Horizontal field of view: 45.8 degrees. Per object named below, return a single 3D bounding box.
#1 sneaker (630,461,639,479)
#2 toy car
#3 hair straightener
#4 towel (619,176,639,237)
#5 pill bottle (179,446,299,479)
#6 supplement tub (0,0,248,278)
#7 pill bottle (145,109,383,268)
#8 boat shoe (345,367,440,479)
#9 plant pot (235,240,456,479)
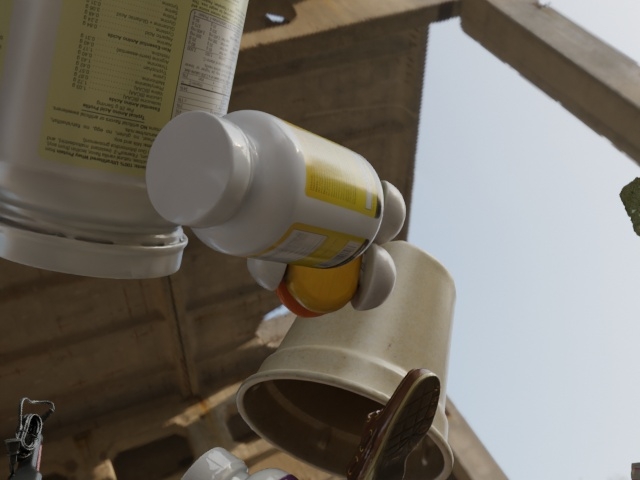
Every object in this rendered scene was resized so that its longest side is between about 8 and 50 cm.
[{"bbox_3d":[0.340,0.247,0.717,0.252,0.111,0.103,-52,-26,-10],"label":"sneaker"},{"bbox_3d":[0.000,0.000,0.853,0.159,0.182,0.136,15,-20,-13],"label":"toy car"},{"bbox_3d":[-0.350,0.263,0.916,0.047,0.230,0.089,-1,-62,-8],"label":"hair straightener"},{"bbox_3d":[0.290,-0.028,0.532,0.027,0.110,0.148,18,-38,-40],"label":"towel"},{"bbox_3d":[-0.039,0.382,0.905,0.169,0.301,0.169,-50,-23,-29],"label":"pill bottle"},{"bbox_3d":[-0.204,-0.146,0.723,0.235,0.235,0.325,6,-79,-39],"label":"supplement tub"},{"bbox_3d":[-0.036,-0.036,0.557,0.103,0.103,0.184,-50,-29,16],"label":"pill bottle"},{"bbox_3d":[0.072,0.211,0.831,0.064,0.060,0.178,4,-64,-41],"label":"boat shoe"},{"bbox_3d":[0.079,0.175,1.199,0.334,0.333,0.306,75,-149,-48],"label":"plant pot"}]
